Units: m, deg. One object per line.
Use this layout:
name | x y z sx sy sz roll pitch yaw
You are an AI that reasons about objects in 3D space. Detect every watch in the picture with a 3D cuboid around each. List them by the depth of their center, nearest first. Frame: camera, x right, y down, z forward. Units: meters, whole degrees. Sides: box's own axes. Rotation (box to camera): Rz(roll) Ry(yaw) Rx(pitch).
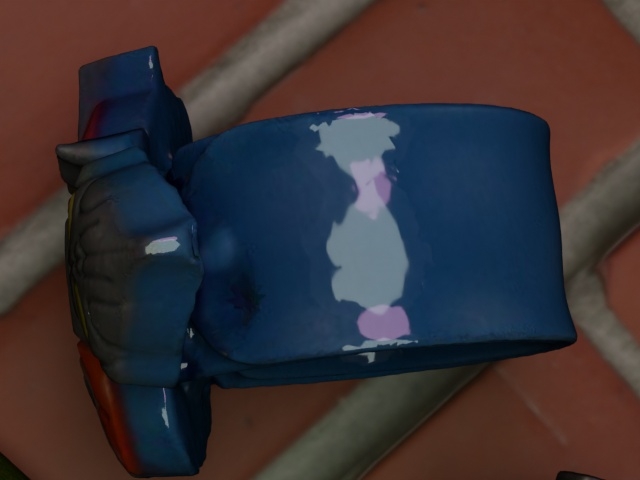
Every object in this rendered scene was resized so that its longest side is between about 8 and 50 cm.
watch | 0.000 0.000 1.078 0.274 0.305 0.241 -5 85 0

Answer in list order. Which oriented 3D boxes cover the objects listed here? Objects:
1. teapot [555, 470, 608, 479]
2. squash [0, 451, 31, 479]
teapot | 0.096 0.288 1.099 0.270 0.200 0.337 24 77 -35
squash | -0.195 0.161 1.154 0.258 0.069 0.069 40 80 -2
